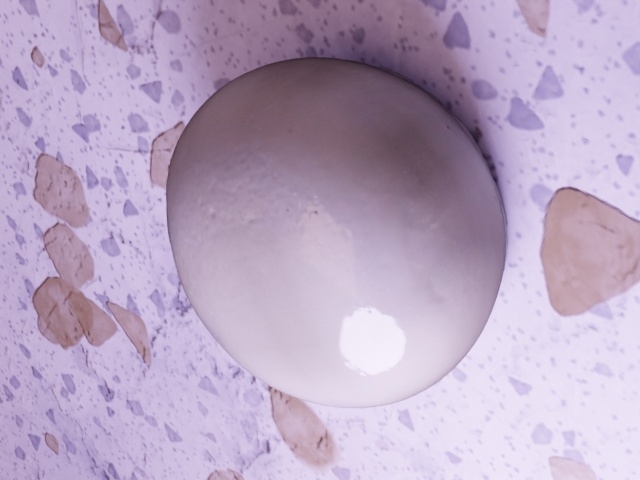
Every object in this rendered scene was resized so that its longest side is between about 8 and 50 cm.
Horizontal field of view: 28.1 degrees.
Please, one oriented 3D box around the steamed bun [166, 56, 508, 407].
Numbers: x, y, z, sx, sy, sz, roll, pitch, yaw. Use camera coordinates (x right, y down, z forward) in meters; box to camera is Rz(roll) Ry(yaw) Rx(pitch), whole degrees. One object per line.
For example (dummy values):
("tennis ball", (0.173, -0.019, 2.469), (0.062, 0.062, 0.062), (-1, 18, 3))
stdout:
("steamed bun", (0.000, 0.000, 1.135), (0.324, 0.206, 0.324), (23, 130, 31))
